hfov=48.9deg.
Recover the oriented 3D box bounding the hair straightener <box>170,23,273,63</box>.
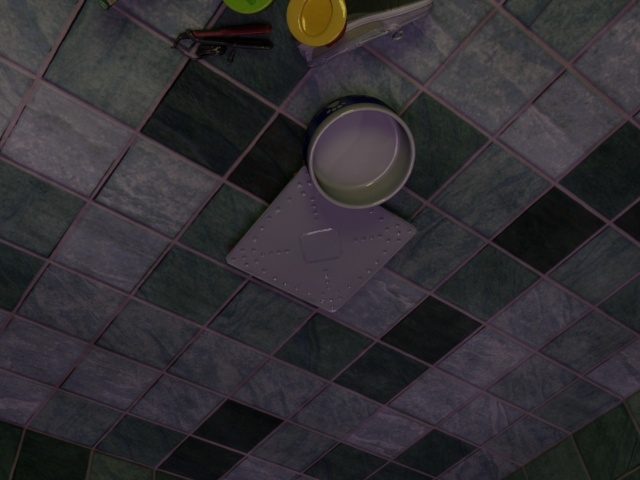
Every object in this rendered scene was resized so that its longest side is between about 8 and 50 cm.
[{"bbox_3d":[-0.218,-0.430,1.574,0.230,0.047,0.089,-6,130,-1],"label":"hair straightener"}]

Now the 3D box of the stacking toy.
[{"bbox_3d":[-0.044,-0.559,1.426,0.279,0.130,0.309,17,100,11],"label":"stacking toy"}]

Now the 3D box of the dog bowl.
[{"bbox_3d":[0.092,-0.215,1.720,0.264,0.104,0.265,-6,120,-10],"label":"dog bowl"}]

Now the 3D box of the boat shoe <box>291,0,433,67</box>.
[{"bbox_3d":[0.097,-0.471,1.538,0.320,0.118,0.103,-18,138,15],"label":"boat shoe"}]

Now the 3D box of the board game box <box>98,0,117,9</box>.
[{"bbox_3d":[-0.330,-0.566,1.391,0.259,0.136,0.030,-31,129,19],"label":"board game box"}]

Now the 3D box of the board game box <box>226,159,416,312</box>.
[{"bbox_3d":[0.000,0.000,1.959,0.389,0.050,0.390,28,122,-26],"label":"board game box"}]
